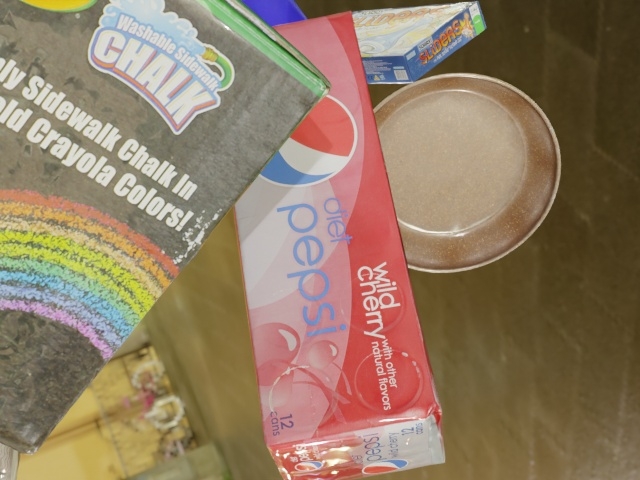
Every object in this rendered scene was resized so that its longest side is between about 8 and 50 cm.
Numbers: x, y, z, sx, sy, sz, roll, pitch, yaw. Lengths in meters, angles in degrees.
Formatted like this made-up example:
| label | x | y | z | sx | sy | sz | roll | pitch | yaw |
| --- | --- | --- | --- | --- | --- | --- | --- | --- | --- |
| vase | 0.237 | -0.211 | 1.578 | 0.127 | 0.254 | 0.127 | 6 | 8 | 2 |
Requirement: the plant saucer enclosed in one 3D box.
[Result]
| label | x | y | z | sx | sy | sz | roll | pitch | yaw |
| --- | --- | --- | --- | --- | --- | --- | --- | --- | --- |
| plant saucer | 0.117 | -0.064 | 0.985 | 0.036 | 0.198 | 0.199 | -95 | -5 | -60 |

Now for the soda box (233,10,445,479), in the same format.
| label | x | y | z | sx | sy | sz | roll | pitch | yaw |
| --- | --- | --- | --- | --- | --- | --- | --- | --- | --- |
| soda box | 0.000 | 0.000 | 0.617 | 0.083 | 0.092 | 0.263 | 77 | -178 | -60 |

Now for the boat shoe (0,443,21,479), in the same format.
| label | x | y | z | sx | sy | sz | roll | pitch | yaw |
| --- | --- | --- | --- | --- | --- | --- | --- | --- | --- |
| boat shoe | -0.283 | 0.164 | 0.716 | 0.355 | 0.132 | 0.130 | -50 | 24 | 38 |

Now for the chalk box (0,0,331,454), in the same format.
| label | x | y | z | sx | sy | sz | roll | pitch | yaw |
| --- | --- | --- | --- | --- | --- | --- | --- | --- | --- |
| chalk box | -0.133 | -0.086 | 0.503 | 0.180 | 0.289 | 0.179 | 35 | -172 | -35 |

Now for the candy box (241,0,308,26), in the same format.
| label | x | y | z | sx | sy | sz | roll | pitch | yaw |
| --- | --- | --- | --- | --- | --- | --- | --- | --- | --- |
| candy box | -0.209 | -0.216 | 1.140 | 0.268 | 0.317 | 0.122 | 50 | 169 | -11 |

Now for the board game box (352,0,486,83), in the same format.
| label | x | y | z | sx | sy | sz | roll | pitch | yaw |
| --- | --- | --- | --- | --- | --- | --- | --- | --- | --- |
| board game box | 0.069 | -0.224 | 1.231 | 0.201 | 0.136 | 0.035 | 8 | 128 | 47 |
